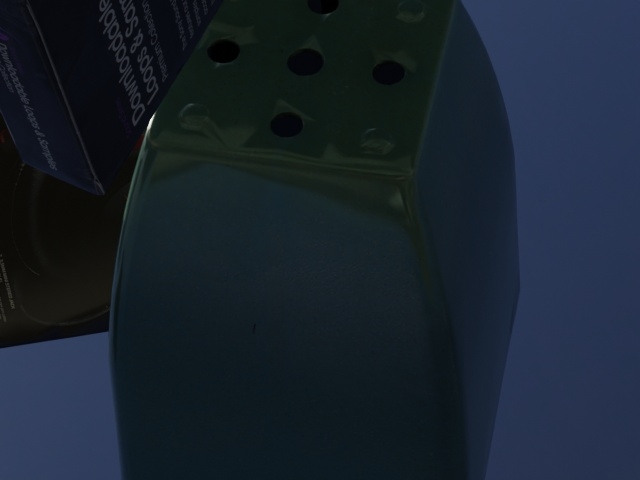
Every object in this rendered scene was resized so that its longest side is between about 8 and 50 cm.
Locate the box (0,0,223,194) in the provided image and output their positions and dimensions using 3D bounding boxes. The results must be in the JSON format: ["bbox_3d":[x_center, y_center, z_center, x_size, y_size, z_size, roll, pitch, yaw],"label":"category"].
[{"bbox_3d":[-0.036,-0.106,0.445,0.029,0.116,0.162,20,-115,16],"label":"box"}]

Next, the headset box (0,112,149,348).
[{"bbox_3d":[-0.104,-0.068,1.035,0.293,0.218,0.110,-9,-156,1],"label":"headset box"}]

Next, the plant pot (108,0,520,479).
[{"bbox_3d":[0.000,0.000,0.795,0.165,0.234,0.165,9,-127,9],"label":"plant pot"}]
